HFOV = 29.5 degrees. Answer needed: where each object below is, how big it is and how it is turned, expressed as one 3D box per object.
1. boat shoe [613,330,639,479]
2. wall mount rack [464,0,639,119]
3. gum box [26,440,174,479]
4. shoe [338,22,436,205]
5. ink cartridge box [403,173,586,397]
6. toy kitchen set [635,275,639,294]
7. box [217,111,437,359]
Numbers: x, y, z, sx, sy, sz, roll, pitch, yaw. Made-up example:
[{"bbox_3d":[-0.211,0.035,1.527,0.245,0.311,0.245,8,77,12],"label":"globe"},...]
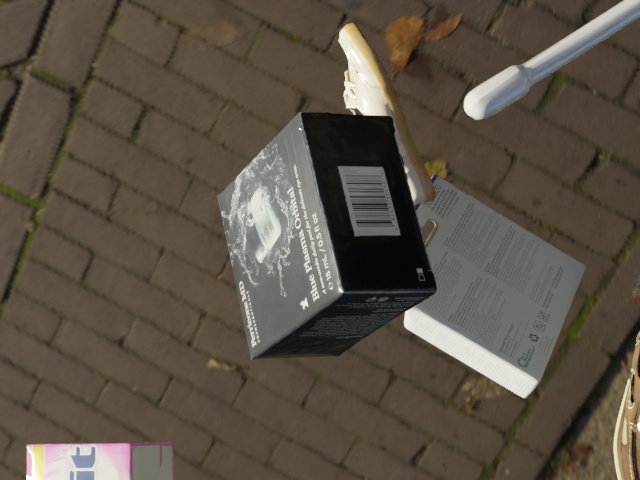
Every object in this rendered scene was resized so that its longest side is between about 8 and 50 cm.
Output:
[{"bbox_3d":[0.367,0.177,1.314,0.095,0.257,0.095,1,148,14],"label":"boat shoe"},{"bbox_3d":[0.266,-0.073,0.619,0.304,0.130,0.350,-33,90,36],"label":"wall mount rack"},{"bbox_3d":[-0.178,0.258,0.983,0.107,0.062,0.188,-6,80,27],"label":"gum box"},{"bbox_3d":[0.062,-0.136,1.356,0.058,0.076,0.219,-23,94,1],"label":"shoe"},{"bbox_3d":[0.185,0.048,1.431,0.224,0.223,0.045,33,134,3],"label":"ink cartridge box"},{"bbox_3d":[0.497,0.019,1.382,0.207,0.122,0.166,30,125,33],"label":"toy kitchen set"},{"bbox_3d":[0.000,0.000,0.996,0.158,0.093,0.156,-40,57,51],"label":"box"}]
